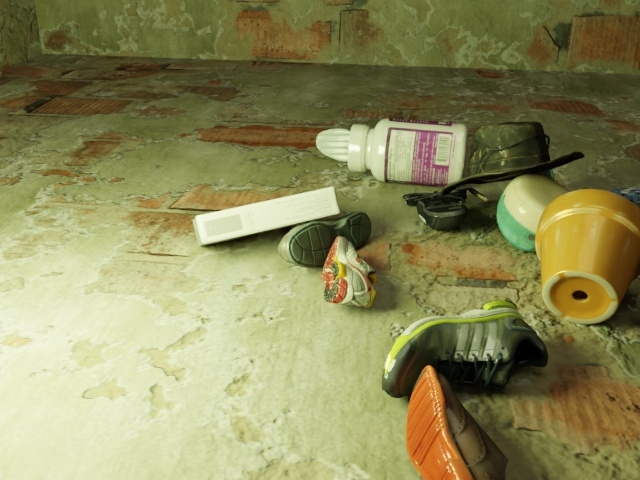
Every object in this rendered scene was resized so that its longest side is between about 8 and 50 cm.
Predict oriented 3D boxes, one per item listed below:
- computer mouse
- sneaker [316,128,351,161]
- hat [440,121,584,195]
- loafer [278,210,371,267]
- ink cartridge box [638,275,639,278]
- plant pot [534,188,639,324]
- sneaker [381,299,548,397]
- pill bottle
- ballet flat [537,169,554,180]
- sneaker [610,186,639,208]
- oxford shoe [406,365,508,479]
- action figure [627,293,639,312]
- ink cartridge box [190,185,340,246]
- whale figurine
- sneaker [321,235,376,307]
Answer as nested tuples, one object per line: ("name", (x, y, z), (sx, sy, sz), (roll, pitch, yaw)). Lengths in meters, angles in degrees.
("computer mouse", (0.311, -0.071, 1.678), (0.183, 0.060, 0.262), (-8, 15, -8))
("sneaker", (0.117, -0.269, 2.068), (0.257, 0.094, 0.091), (10, 9, 9))
("hat", (0.411, -0.202, 1.617), (0.331, 0.134, 0.331), (-14, 0, 0))
("loafer", (0.000, 0.000, 1.507), (0.084, 0.096, 0.267), (-3, 10, 42))
("ink cartridge box", (0.764, 0.029, 1.450), (0.255, 0.097, 0.189), (-40, 34, -2))
("plant pot", (0.484, 0.043, 1.305), (0.205, 0.205, 0.188), (12, 43, 22))
("sneaker", (0.227, 0.177, 1.103), (0.299, 0.111, 0.121), (-16, 34, -27))
("pill bottle", (0.228, -0.232, 1.879), (0.301, 0.169, 0.169), (6, 26, 11))
("ballet flat", (0.535, -0.112, 1.729), (0.096, 0.095, 0.280), (-8, 24, 10))
("sneaker", (0.743, -0.095, 1.737), (0.144, 0.053, 0.059), (-16, 32, -29))
("oxford shoe", (0.179, 0.274, 0.930), (0.098, 0.097, 0.271), (15, 32, -15))
("action figure", (0.684, 0.120, 1.247), (0.284, 0.099, 0.185), (1, 32, 10))
("ink cartridge box", (-0.130, -0.050, 1.581), (0.296, 0.066, 0.261), (-13, 1, -13))
("whale figurine", (0.504, -0.028, 1.537), (0.271, 0.141, 0.216), (22, 39, -6))
("sneaker", (0.055, 0.067, 1.375), (0.092, 0.088, 0.225), (18, 24, -10))
